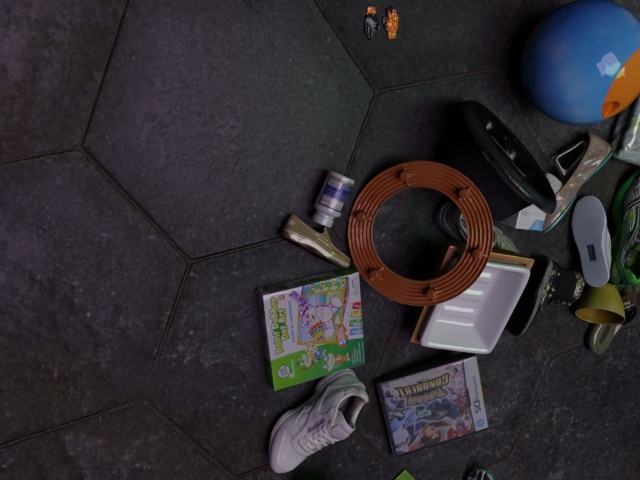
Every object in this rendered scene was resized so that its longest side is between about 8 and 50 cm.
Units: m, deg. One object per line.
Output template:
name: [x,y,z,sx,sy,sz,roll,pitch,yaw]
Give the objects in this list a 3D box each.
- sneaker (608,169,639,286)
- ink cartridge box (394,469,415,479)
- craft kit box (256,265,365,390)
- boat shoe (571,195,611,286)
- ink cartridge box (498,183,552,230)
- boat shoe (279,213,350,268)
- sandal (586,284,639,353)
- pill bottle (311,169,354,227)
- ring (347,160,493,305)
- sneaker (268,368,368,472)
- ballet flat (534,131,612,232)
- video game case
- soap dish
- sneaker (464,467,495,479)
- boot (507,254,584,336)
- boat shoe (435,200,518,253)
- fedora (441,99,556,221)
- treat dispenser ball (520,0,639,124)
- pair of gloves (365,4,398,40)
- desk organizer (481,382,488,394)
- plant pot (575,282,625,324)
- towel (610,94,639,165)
sneaker: [0.904,-0.033,1.915,0.134,0.146,0.343,8,94,-10]
ink cartridge box: [0.209,0.791,1.877,0.255,0.097,0.189,-43,118,-7]
craft kit box: [-0.019,0.207,1.623,0.247,0.061,0.249,-12,110,-19]
boat shoe: [0.764,-0.001,1.920,0.084,0.095,0.258,-19,106,-59]
ink cartridge box: [0.527,-0.106,1.767,0.092,0.090,0.143,6,101,-27]
boat shoe: [0.000,0.000,1.567,0.190,0.068,0.072,30,79,-29]
sandal: [0.901,0.209,2.038,0.120,0.086,0.302,18,97,-29]
pill bottle: [0.025,-0.093,1.546,0.067,0.067,0.120,21,96,-29]
ring: [0.224,-0.015,1.565,0.337,0.032,0.336,2,96,15]
sneaker: [-0.008,0.446,1.642,0.305,0.152,0.114,-49,121,-3]
ballet flat: [0.641,-0.163,1.812,0.106,0.107,0.316,43,79,-10]
video game case: [0.299,0.438,1.813,0.275,0.035,0.248,-16,112,-4]
soap dish: [0.365,0.137,1.693,0.229,0.118,0.290,9,119,-15]
sneaker: [0.492,0.774,2.022,0.110,0.107,0.275,-31,122,-36]
boot: [0.633,0.171,1.902,0.179,0.085,0.236,17,97,-31]
boat shoe: [0.416,0.006,1.745,0.302,0.094,0.109,32,90,-29]
fedora: [0.402,-0.166,1.619,0.334,0.334,0.152,33,123,-29]
treat dispenser ball: [0.620,-0.418,1.608,0.288,0.288,0.288,-7,108,-23]
pair of gloves: [0.136,-0.483,1.517,0.083,0.010,0.074,-7,108,-23]
desk organizer: [0.392,0.415,1.882,0.130,0.047,0.050,9,103,-27]
plant pot: [0.813,0.176,1.976,0.134,0.134,0.095,27,66,-29]
towel: [0.984,-0.380,1.908,0.321,0.090,0.374,10,100,-24]
